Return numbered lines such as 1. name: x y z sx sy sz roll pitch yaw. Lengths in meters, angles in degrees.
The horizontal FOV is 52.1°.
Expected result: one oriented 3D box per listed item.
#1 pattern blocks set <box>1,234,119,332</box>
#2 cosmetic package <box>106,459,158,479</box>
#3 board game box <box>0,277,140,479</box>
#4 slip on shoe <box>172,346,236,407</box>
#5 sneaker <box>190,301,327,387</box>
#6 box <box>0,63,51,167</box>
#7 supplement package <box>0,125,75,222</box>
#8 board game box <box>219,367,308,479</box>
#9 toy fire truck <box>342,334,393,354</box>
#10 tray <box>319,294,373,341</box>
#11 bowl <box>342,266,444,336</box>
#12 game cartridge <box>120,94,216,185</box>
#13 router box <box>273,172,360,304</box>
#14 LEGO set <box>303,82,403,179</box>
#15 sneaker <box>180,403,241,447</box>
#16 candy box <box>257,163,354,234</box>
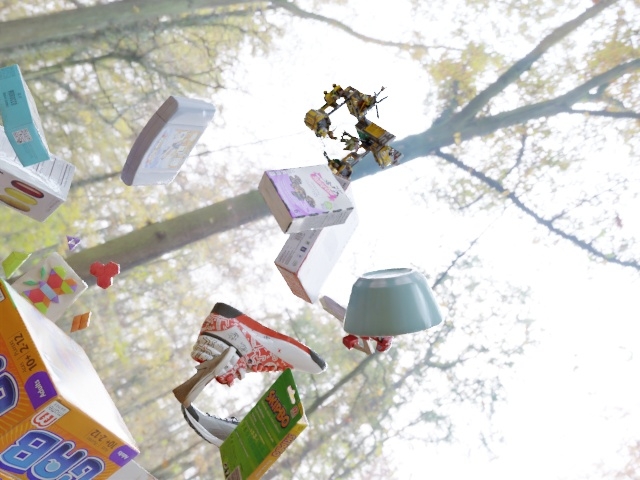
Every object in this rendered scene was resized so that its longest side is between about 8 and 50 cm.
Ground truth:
1. pattern blocks set: -0.744 0.137 1.791 0.285 0.324 0.026 34 -10 -5
2. cosmetic package: -0.569 0.718 1.698 0.129 0.296 0.153 42 -29 -6
3. board game box: -0.680 0.380 1.398 0.356 0.356 0.356 45 -14 35
4. slip on shoe: -0.209 0.238 1.184 0.041 0.135 0.051 43 -16 1
5. sneaker: -0.131 0.250 1.346 0.270 0.145 0.090 29 -22 -4
6. box: -0.646 -0.271 1.407 0.100 0.060 0.244 85 -21 -48
7. supplement package: -0.809 -0.179 1.749 0.139 0.244 0.133 -33 -139 34
8. board game box: -0.110 0.375 1.272 0.259 0.039 0.124 -54 -146 22
9. toy fire truck: 0.162 0.345 2.257 0.192 0.047 0.135 31 -55 39
10. tray: 0.108 0.291 2.369 0.270 0.030 0.145 35 -14 -1
11. bowl: 0.213 0.177 2.000 0.312 0.312 0.163 1 -79 54
12. game cartridge: -0.434 -0.272 1.842 0.062 0.198 0.297 44 -67 12
13. router box: 0.000 0.000 2.050 0.082 0.335 0.301 25 -16 19
14. LEGO set: 0.115 -0.308 2.022 0.192 0.255 0.331 41 -22 42
15. sneaker: -0.281 0.534 1.853 0.271 0.108 0.100 40 -18 -10
16. candy box: -0.037 -0.110 1.688 0.164 0.196 0.070 59 -39 26
